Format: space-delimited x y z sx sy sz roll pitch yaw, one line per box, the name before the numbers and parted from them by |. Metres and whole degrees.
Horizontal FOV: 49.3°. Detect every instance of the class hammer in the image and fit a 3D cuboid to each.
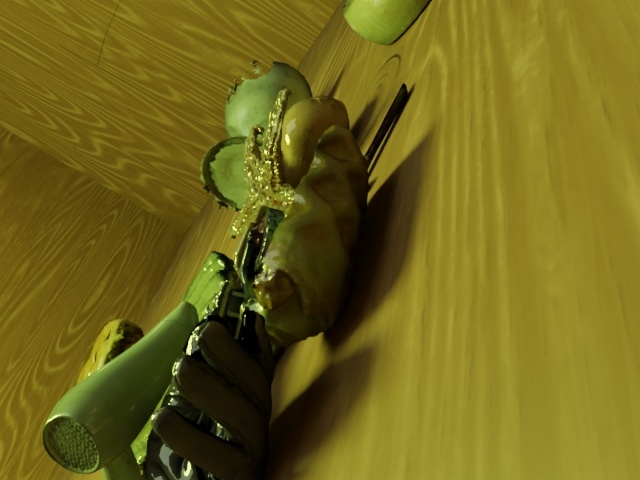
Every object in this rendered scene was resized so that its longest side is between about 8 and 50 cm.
hammer | 0.070 -0.120 0.836 0.178 0.021 0.065 -60 13 -18

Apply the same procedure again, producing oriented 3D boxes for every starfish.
starfish | -0.067 -0.086 0.964 0.295 0.048 0.231 -9 83 62

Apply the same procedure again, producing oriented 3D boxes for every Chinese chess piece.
Chinese chess piece | 0.136 -0.444 1.142 0.250 0.101 0.250 -56 13 19

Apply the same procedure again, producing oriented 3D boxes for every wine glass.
wine glass | -0.119 -0.221 1.424 0.190 0.191 0.357 -49 21 37

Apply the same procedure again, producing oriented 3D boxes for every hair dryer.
hair dryer | -0.180 0.210 0.718 0.206 0.075 0.237 -48 -36 -58

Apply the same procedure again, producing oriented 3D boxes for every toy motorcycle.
toy motorcycle | -0.081 0.069 0.772 0.130 0.094 0.229 -114 37 -75

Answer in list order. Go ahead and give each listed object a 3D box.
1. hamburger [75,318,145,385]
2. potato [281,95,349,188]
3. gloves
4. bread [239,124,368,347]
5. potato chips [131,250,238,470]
hamburger | -0.417 0.295 1.406 0.283 0.145 0.259 -53 13 43
potato | -0.015 -0.146 1.024 0.112 0.112 0.147 -148 80 -77
gloves | -0.107 0.173 0.605 0.142 0.119 0.285 56 134 45
bread | 0.000 0.000 0.668 0.232 0.088 0.128 -66 -10 -45
potato chips | -0.224 0.187 1.146 0.429 0.070 0.358 -51 19 41
